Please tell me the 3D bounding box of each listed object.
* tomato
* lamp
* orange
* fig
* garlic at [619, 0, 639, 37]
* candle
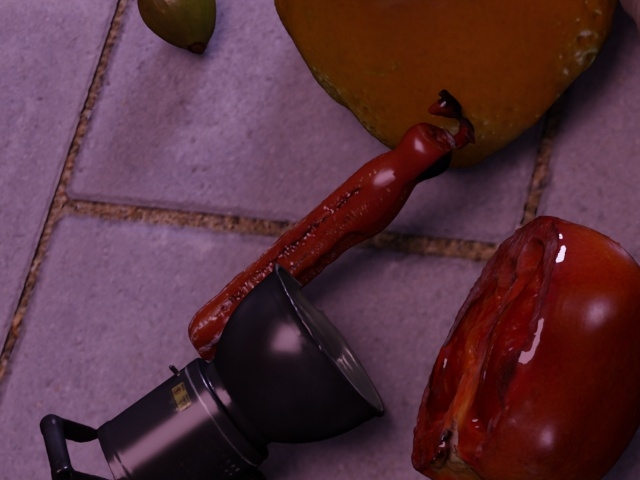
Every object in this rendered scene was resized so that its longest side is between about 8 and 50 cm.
[{"bbox_3d":[0.167,0.095,1.111,0.139,0.233,0.200,24,77,-9],"label":"tomato"},{"bbox_3d":[-0.078,0.147,1.234,0.227,0.172,0.147,-37,35,5],"label":"lamp"},{"bbox_3d":[0.089,-0.221,1.308,0.262,0.196,0.334,-47,60,20],"label":"orange"},{"bbox_3d":[-0.132,-0.217,1.485,0.074,0.074,0.088,-33,74,14],"label":"fig"},{"bbox_3d":[0.327,-0.209,1.162,0.228,0.152,0.228,-15,63,31],"label":"garlic"},{"bbox_3d":[0.000,0.000,1.280,0.329,0.048,0.051,-41,24,28],"label":"candle"}]
